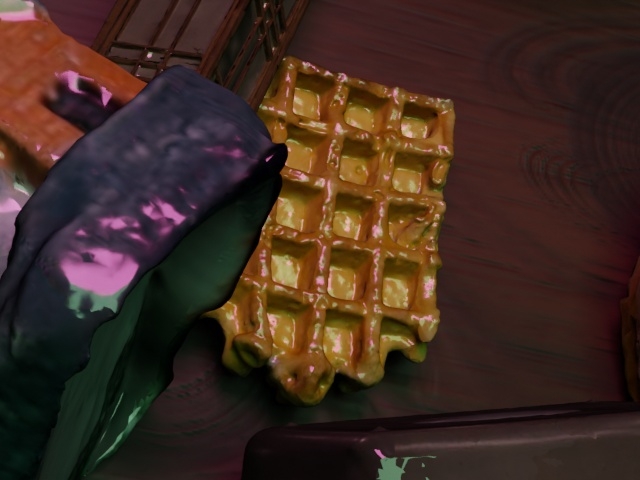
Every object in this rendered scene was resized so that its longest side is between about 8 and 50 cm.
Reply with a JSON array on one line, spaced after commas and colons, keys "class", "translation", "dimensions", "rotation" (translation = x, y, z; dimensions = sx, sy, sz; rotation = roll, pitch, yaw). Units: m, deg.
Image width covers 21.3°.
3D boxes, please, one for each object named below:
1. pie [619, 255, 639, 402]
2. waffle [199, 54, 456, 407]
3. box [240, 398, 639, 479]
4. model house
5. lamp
[{"class": "pie", "translation": [0.335, 0.091, 1.100], "dimensions": [0.288, 0.103, 0.354], "rotation": [-6, 78, -25]}, {"class": "waffle", "translation": [0.000, 0.000, 1.015], "dimensions": [0.160, 0.055, 0.211], "rotation": [12, 65, -17]}, {"class": "box", "translation": [0.102, 0.174, 0.908], "dimensions": [0.290, 0.220, 0.166], "rotation": [-2, 86, -23]}, {"class": "model house", "translation": [-0.193, -0.010, 0.852], "dimensions": [0.291, 0.253, 0.184], "rotation": [38, 50, 11]}, {"class": "lamp", "translation": [-0.046, -0.166, 0.992], "dimensions": [0.089, 0.090, 0.325], "rotation": [10, 52, 16]}]
